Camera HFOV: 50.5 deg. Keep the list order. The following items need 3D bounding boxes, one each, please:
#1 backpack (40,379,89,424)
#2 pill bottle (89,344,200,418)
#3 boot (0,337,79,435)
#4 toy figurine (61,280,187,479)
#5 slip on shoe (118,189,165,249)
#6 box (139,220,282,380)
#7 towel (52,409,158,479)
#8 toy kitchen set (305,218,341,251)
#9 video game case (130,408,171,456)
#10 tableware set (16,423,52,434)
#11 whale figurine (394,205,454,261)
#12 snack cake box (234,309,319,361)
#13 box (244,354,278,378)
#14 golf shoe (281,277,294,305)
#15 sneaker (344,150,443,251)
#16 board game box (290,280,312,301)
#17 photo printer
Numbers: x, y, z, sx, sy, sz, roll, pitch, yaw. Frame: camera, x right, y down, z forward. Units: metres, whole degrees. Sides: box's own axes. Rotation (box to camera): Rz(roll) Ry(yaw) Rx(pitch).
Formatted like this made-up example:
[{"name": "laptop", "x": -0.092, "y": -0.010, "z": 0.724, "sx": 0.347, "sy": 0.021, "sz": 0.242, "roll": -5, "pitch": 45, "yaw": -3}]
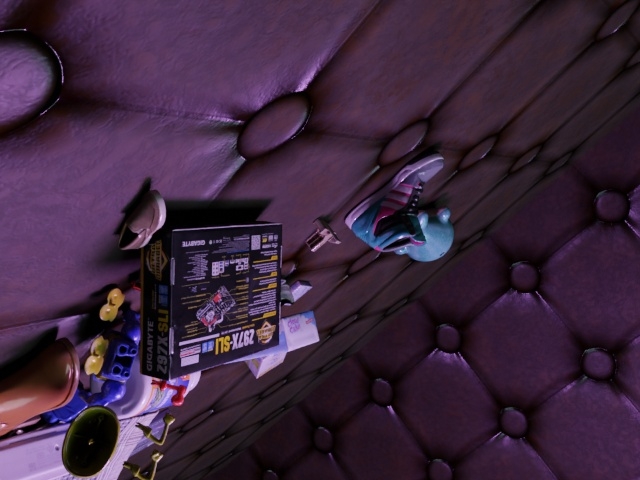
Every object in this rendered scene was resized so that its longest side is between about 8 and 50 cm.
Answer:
[{"name": "backpack", "x": -0.544, "y": 0.338, "z": 1.439, "sx": 0.101, "sy": 0.097, "sz": 0.120, "roll": -27, "pitch": 172, "yaw": -16}, {"name": "pill bottle", "x": -0.388, "y": 0.314, "z": 1.563, "sx": 0.152, "sy": 0.152, "sz": 0.272, "roll": -40, "pitch": 165, "yaw": 12}, {"name": "boot", "x": -0.589, "y": 0.283, "z": 1.233, "sx": 0.283, "sy": 0.109, "sz": 0.220, "roll": -38, "pitch": 160, "yaw": 29}, {"name": "toy figurine", "x": -0.375, "y": 0.267, "z": 1.326, "sx": 0.191, "sy": 0.362, "sz": 0.217, "roll": 17, "pitch": 167, "yaw": -20}, {"name": "slip on shoe", "x": -0.284, "y": -0.029, "z": 1.068, "sx": 0.041, "sy": 0.051, "sz": 0.135, "roll": -24, "pitch": 166, "yaw": -43}, {"name": "box", "x": -0.191, "y": 0.095, "z": 1.257, "sx": 0.322, "sy": 0.080, "sz": 0.256, "roll": -7, "pitch": 102, "yaw": -58}, {"name": "towel", "x": -0.565, "y": 0.522, "z": 1.684, "sx": 0.312, "sy": 0.056, "sz": 0.324, "roll": 11, "pitch": 115, "yaw": -56}, {"name": "toy kitchen set", "x": 0.000, "y": 0.000, "z": 1.643, "sx": 0.075, "sy": 0.068, "sz": 0.083, "roll": -40, "pitch": 162, "yaw": 10}, {"name": "video game case", "x": -0.606, "y": 0.660, "z": 2.255, "sx": 0.196, "sy": 0.026, "sz": 0.274, "roll": -24, "pitch": 158, "yaw": -34}, {"name": "tableware set", "x": -0.643, "y": 0.451, "z": 1.633, "sx": 0.194, "sy": 0.039, "sz": 0.128, "roll": -21, "pitch": 146, "yaw": -55}, {"name": "whale figurine", "x": 0.326, "y": -0.016, "z": 2.099, "sx": 0.216, "sy": 0.141, "sz": 0.272, "roll": -39, "pitch": 162, "yaw": 9}, {"name": "snack cake box", "x": -0.157, "y": 0.261, "z": 1.811, "sx": 0.265, "sy": 0.089, "sz": 0.152, "roll": -16, "pitch": 173, "yaw": 30}, {"name": "box", "x": -0.174, "y": 0.323, "z": 2.062, "sx": 0.103, "sy": 0.114, "sz": 0.203, "roll": -30, "pitch": 162, "yaw": -23}, {"name": "golf shoe", "x": -0.150, "y": 0.174, "z": 1.777, "sx": 0.176, "sy": 0.086, "sz": 0.069, "roll": -33, "pitch": 163, "yaw": -9}, {"name": "sneaker", "x": 0.224, "y": -0.074, "z": 1.695, "sx": 0.296, "sy": 0.178, "sz": 0.124, "roll": -40, "pitch": 162, "yaw": 8}, {"name": "board game box", "x": -0.077, "y": 0.153, "z": 1.968, "sx": 0.090, "sy": 0.020, "sz": 0.090, "roll": -40, "pitch": 163, "yaw": 11}, {"name": "photo printer", "x": -0.667, "y": 0.470, "z": 1.396, "sx": 0.308, "sy": 0.107, "sz": 0.256, "roll": -21, "pitch": 168, "yaw": 27}]
